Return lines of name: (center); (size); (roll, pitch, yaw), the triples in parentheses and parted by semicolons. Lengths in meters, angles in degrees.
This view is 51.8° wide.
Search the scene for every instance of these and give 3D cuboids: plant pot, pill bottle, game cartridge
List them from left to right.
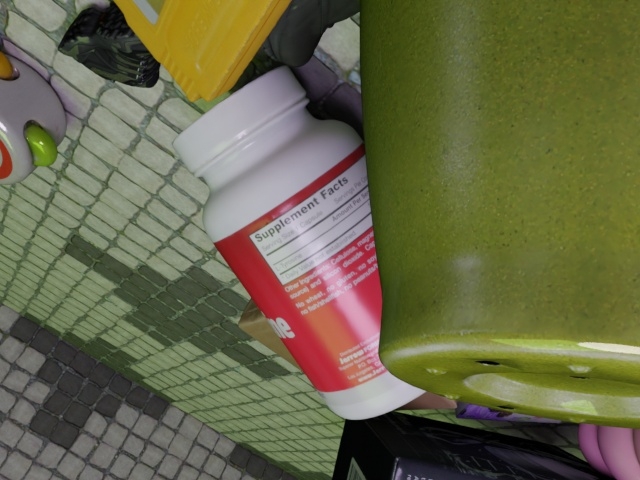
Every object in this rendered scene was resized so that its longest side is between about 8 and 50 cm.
game cartridge: (-0.157, -0.315, 0.608); (0.324, 0.052, 0.285); (53, 147, -1)
pill bottle: (0.000, 0.000, 0.835); (0.408, 0.229, 0.229); (56, 144, -8)
plant pot: (0.179, -0.068, 0.437); (0.366, 0.353, 0.366); (9, 161, 3)

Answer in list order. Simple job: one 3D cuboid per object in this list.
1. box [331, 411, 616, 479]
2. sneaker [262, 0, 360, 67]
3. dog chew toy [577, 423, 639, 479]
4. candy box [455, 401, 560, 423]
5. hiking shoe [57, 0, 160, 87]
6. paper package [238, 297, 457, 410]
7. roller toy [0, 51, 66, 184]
box: (0.278, 0.513, 1.182); (0.471, 0.298, 0.480); (14, 175, -5)
sneaker: (0.020, -0.256, 0.623); (0.130, 0.109, 0.286); (20, 154, -5)
dog chew toy: (0.533, 0.309, 1.020); (0.206, 0.207, 0.332); (31, 159, -8)
candy box: (0.347, 0.257, 1.136); (0.196, 0.070, 0.165); (4, 149, -4)
hiking shoe: (-0.238, -0.256, 0.864); (0.226, 0.086, 0.114); (8, 159, 40)
paper package: (0.064, 0.147, 1.155); (0.324, 0.168, 0.309); (37, 150, -18)
roller toy: (-0.533, -0.206, 1.092); (0.191, 0.146, 0.209); (-17, 124, 39)
